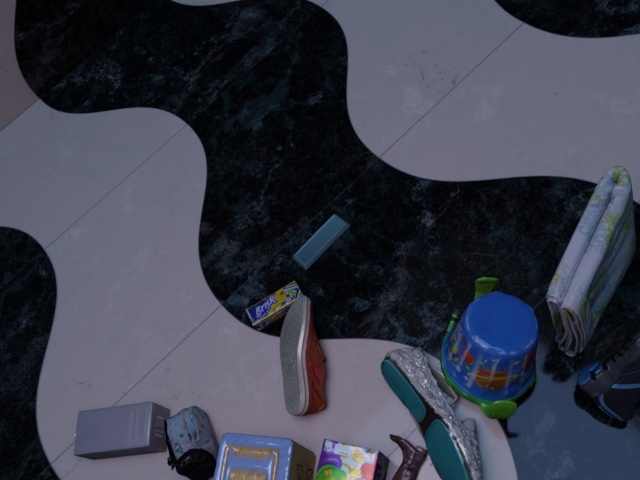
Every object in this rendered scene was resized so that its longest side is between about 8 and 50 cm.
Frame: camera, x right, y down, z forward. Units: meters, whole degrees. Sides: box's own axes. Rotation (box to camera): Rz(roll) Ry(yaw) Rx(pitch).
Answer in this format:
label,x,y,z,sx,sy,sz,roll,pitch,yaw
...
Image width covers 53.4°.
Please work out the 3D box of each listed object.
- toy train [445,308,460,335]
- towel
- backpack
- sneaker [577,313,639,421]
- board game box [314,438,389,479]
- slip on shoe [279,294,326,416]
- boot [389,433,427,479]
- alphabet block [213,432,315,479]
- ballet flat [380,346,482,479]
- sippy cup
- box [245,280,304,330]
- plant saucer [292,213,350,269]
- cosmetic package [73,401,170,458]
label,x,y,z,sx,sy,sz,roll,pitch,yaw
toy train,0.349,0.218,1.683,0.017,0.023,0.083,16,69,24
towel,0.648,0.062,1.497,0.090,0.320,0.374,21,71,32
backpack,-0.341,0.533,1.684,0.115,0.152,0.182,-27,46,-4
sneaker,0.759,0.274,1.489,0.341,0.125,0.139,-39,86,-8
board game box,0.058,0.628,1.493,0.142,0.144,0.275,6,66,20
slip on shoe,-0.040,0.309,1.720,0.123,0.101,0.331,-37,49,45
boot,0.195,0.545,1.558,0.106,0.037,0.114,20,76,28
alphabet block,-0.136,0.587,1.546,0.193,0.197,0.193,1,64,19
ballet flat,0.296,0.422,1.539,0.147,0.147,0.408,-31,59,1
sippy cup,0.410,0.243,1.505,0.240,0.224,0.305,-29,57,-17
box,-0.126,0.189,1.834,0.169,0.054,0.059,-31,59,0
plant saucer,0.000,0.000,1.915,0.192,0.018,0.067,-46,59,-8
cosmetic package,-0.552,0.530,1.768,0.238,0.107,0.127,-10,61,16
